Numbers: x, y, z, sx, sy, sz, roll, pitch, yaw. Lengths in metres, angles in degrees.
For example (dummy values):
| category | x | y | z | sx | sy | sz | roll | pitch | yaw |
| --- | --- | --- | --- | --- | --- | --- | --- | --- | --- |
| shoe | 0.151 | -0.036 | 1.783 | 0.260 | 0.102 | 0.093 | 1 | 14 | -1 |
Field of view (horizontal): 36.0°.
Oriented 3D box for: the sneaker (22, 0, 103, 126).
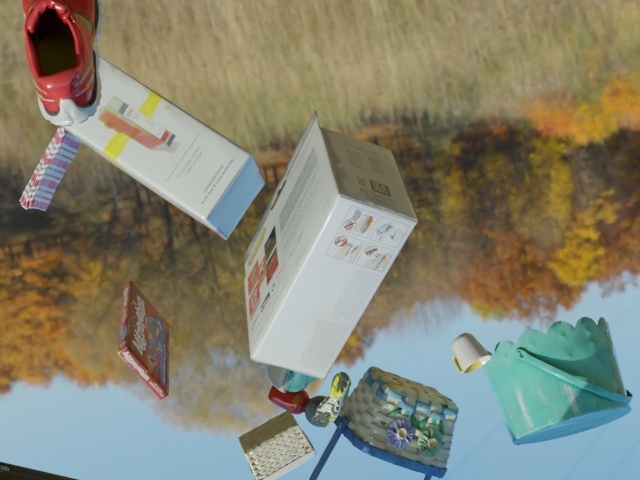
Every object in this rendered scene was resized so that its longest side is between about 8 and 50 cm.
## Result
| category | x | y | z | sx | sy | sz | roll | pitch | yaw |
| --- | --- | --- | --- | --- | --- | --- | --- | --- | --- |
| sneaker | -0.341 | -0.288 | 1.288 | 0.107 | 0.279 | 0.118 | -14 | 155 | -5 |

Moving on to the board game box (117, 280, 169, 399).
| category | x | y | z | sx | sy | sz | roll | pitch | yaw |
| --- | --- | --- | --- | --- | --- | --- | --- | --- | --- |
| board game box | -0.376 | 0.208 | 2.113 | 0.027 | 0.145 | 0.281 | -33 | -153 | 8 |

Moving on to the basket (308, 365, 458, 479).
| category | x | y | z | sx | sy | sz | roll | pitch | yaw |
| --- | --- | --- | --- | --- | --- | --- | --- | --- | --- |
| basket | 0.133 | 0.424 | 2.017 | 0.254 | 0.289 | 0.201 | 19 | -169 | -22 |

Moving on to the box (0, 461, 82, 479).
| category | x | y | z | sx | sy | sz | roll | pitch | yaw |
| --- | --- | --- | --- | --- | --- | --- | --- | --- | --- |
| box | -0.461 | 0.469 | 1.585 | 0.103 | 0.184 | 0.261 | -44 | 138 | 15 |

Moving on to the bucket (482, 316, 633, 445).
| category | x | y | z | sx | sy | sz | roll | pitch | yaw |
| --- | --- | --- | --- | --- | --- | --- | --- | --- | --- |
| bucket | 0.469 | 0.282 | 1.943 | 0.281 | 0.183 | 0.281 | -13 | 159 | -5 |

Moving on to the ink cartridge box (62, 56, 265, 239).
| category | x | y | z | sx | sy | sz | roll | pitch | yaw |
| --- | --- | --- | --- | --- | --- | --- | --- | --- | --- |
| ink cartridge box | -0.320 | -0.184 | 1.976 | 0.160 | 0.384 | 0.279 | -56 | 173 | -4 |

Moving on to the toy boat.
| category | x | y | z | sx | sy | sz | roll | pitch | yaw |
| --- | --- | --- | --- | --- | --- | --- | --- | --- | --- |
| toy boat | -0.016 | 0.250 | 2.031 | 0.148 | 0.318 | 0.267 | 22 | -142 | 13 |

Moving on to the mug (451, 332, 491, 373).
| category | x | y | z | sx | sy | sz | roll | pitch | yaw |
| --- | --- | --- | --- | --- | --- | --- | --- | --- | --- |
| mug | 0.278 | 0.217 | 1.886 | 0.078 | 0.064 | 0.062 | -41 | 155 | 20 |

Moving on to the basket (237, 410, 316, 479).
| category | x | y | z | sx | sy | sz | roll | pitch | yaw |
| --- | --- | --- | --- | --- | --- | --- | --- | --- | --- |
| basket | -0.112 | 0.512 | 2.450 | 0.167 | 0.103 | 0.113 | -27 | -161 | -8 |

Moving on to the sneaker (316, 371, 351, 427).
| category | x | y | z | sx | sy | sz | roll | pitch | yaw |
| --- | --- | --- | --- | --- | --- | --- | --- | --- | --- |
| sneaker | 0.023 | 0.226 | 1.385 | 0.031 | 0.083 | 0.035 | 27 | 179 | 24 |

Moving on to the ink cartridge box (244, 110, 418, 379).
| category | x | y | z | sx | sy | sz | roll | pitch | yaw |
| --- | --- | --- | --- | --- | --- | --- | --- | --- | --- |
| ink cartridge box | 0.000 | 0.000 | 1.503 | 0.130 | 0.309 | 0.272 | 18 | -150 | -19 |

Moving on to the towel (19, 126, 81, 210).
| category | x | y | z | sx | sy | sz | roll | pitch | yaw |
| --- | --- | --- | --- | --- | --- | --- | --- | --- | --- |
| towel | -0.590 | -0.156 | 2.179 | 0.029 | 0.197 | 0.144 | 29 | -179 | 2 |
